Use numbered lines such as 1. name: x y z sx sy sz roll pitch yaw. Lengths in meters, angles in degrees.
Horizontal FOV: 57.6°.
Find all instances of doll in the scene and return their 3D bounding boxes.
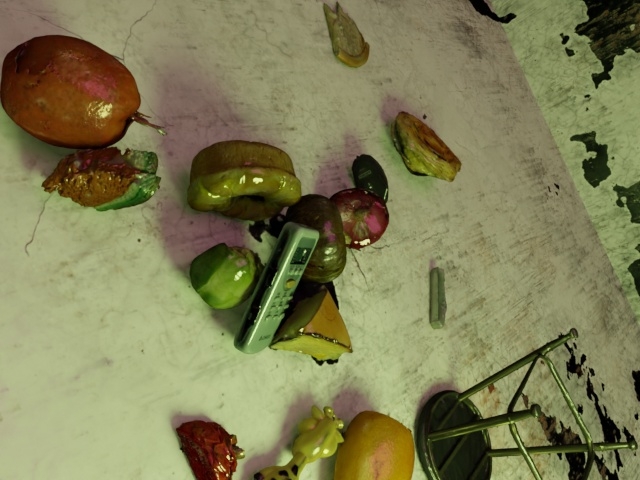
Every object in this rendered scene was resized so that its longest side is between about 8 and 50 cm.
1. doll: -0.048 0.466 1.222 0.117 0.086 0.291 51 46 -7

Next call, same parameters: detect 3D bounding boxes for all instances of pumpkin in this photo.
1. pumpkin: 0.000 0.000 1.402 0.162 0.219 0.219 -6 72 -13

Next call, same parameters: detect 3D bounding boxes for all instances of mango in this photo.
1. mango: 0.117 0.528 1.311 0.187 0.138 0.257 42 52 -29

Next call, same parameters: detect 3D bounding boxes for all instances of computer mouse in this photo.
1. computer mouse: 0.151 -0.175 1.723 0.057 0.099 0.172 -21 88 -56

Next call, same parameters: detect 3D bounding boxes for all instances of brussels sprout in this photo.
1. brussels sprout: -0.198 0.072 1.234 0.131 0.145 0.183 43 0 16

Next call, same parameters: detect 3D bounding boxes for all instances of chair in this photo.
1. chair: 0.496 0.503 1.489 0.364 0.410 0.362 -33 96 -48

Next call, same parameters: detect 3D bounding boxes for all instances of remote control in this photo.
1. remote control: -0.094 0.104 1.238 0.297 0.056 0.140 -66 161 5

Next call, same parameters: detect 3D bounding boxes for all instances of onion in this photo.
1. onion: 0.096 -0.053 1.591 0.183 0.147 0.184 -1 66 2

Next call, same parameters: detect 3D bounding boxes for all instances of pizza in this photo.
1. pizza: 0.090 -0.699 1.965 0.181 0.034 0.262 -6 74 -45

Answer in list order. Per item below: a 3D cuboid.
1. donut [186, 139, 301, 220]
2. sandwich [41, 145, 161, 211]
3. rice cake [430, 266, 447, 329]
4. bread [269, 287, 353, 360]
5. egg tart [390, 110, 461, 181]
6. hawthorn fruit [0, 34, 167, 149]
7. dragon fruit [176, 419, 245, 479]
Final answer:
1. donut: -0.165 -0.135 1.317 0.261 0.208 0.128 10 63 -46
2. sandwich: -0.404 -0.129 1.092 0.160 0.184 0.109 26 62 -44
3. rice cake: 0.359 0.176 1.788 0.036 0.047 0.207 19 55 -19
4. bread: -0.021 0.225 1.334 0.160 0.140 0.169 -30 93 -53
5. egg tart: 0.336 -0.300 1.953 0.297 0.132 0.297 30 37 -26
6. hawthorn fruit: -0.433 -0.262 1.099 0.299 0.211 0.211 22 54 -11
7. dragon fruit: -0.193 0.405 1.119 0.106 0.083 0.162 -22 84 -50
